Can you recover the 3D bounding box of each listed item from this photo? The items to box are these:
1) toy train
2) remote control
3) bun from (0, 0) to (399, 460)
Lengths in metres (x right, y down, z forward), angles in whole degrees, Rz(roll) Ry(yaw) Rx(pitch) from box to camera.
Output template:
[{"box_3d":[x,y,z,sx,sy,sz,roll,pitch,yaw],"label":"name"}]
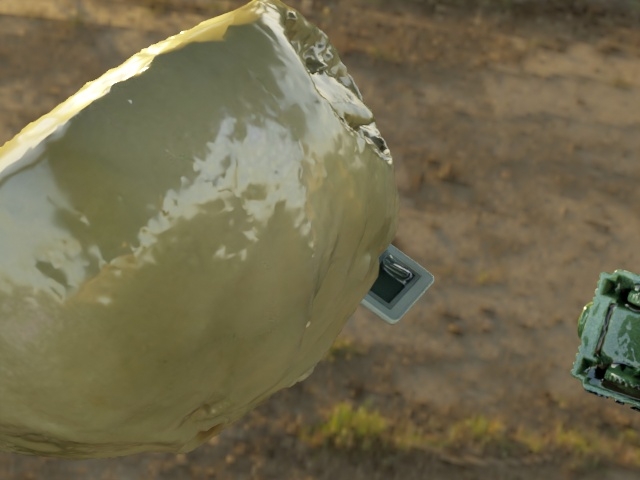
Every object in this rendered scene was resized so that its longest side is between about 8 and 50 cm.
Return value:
[{"box_3d":[0.430,0.133,1.620,0.330,0.138,0.178,18,5,29],"label":"toy train"},{"box_3d":[0.001,0.000,2.012,0.293,0.051,0.103,35,49,13],"label":"remote control"},{"box_3d":[-0.093,0.022,0.985,0.202,0.364,0.364,54,42,5],"label":"bun"}]
